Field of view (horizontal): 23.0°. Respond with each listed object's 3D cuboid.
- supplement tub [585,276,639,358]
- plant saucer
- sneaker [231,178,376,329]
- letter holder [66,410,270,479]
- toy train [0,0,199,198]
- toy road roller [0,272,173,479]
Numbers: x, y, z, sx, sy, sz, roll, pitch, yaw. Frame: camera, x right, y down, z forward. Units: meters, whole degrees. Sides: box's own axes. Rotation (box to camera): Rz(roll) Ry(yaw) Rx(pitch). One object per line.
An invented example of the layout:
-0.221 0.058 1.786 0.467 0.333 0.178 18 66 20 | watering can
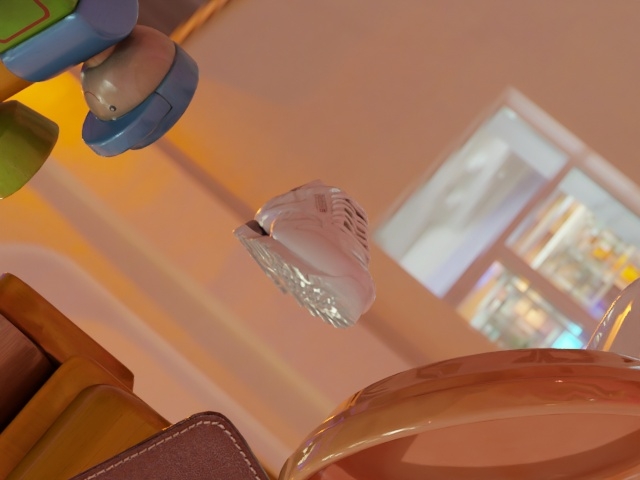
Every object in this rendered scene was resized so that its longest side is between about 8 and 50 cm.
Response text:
0.382 0.176 1.292 0.207 0.338 0.207 -155 90 -85 | supplement tub
0.080 0.093 0.664 0.200 0.200 0.037 114 155 -60 | plant saucer
0.000 0.000 1.271 0.095 0.090 0.235 -38 22 -7 | sneaker
-0.060 0.280 0.965 0.214 0.302 0.152 -29 -18 9 | letter holder
-0.186 -0.072 0.739 0.248 0.143 0.105 -24 38 32 | toy train
-0.219 0.177 1.293 0.202 0.329 0.240 -50 -1 -18 | toy road roller
